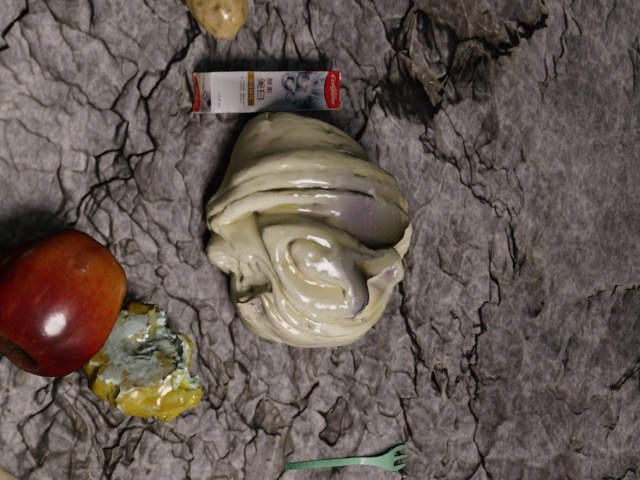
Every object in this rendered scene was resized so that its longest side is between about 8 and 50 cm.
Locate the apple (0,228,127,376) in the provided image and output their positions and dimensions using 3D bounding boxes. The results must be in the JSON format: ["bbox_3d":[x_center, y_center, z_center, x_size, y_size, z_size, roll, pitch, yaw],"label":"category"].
[{"bbox_3d":[-0.300,0.065,1.635,0.156,0.147,0.158,43,66,-14],"label":"apple"}]

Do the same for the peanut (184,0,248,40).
[{"bbox_3d":[-0.132,-0.339,1.753,0.089,0.089,0.193,-24,112,-36],"label":"peanut"}]

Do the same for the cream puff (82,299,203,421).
[{"bbox_3d":[-0.211,0.158,1.736,0.121,0.156,0.156,-33,121,2],"label":"cream puff"}]

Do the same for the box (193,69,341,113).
[{"bbox_3d":[-0.066,-0.192,1.864,0.218,0.039,0.055,-7,100,-41],"label":"box"}]

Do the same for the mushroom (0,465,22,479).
[{"bbox_3d":[-0.356,0.345,1.642,0.159,0.122,0.329,-50,125,-35],"label":"mushroom"}]

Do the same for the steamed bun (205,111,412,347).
[{"bbox_3d":[0.000,0.000,1.845,0.275,0.206,0.320,-52,122,-20],"label":"steamed bun"}]

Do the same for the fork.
[{"bbox_3d":[0.046,0.317,2.053,0.235,0.021,0.039,1,93,-42],"label":"fork"}]
